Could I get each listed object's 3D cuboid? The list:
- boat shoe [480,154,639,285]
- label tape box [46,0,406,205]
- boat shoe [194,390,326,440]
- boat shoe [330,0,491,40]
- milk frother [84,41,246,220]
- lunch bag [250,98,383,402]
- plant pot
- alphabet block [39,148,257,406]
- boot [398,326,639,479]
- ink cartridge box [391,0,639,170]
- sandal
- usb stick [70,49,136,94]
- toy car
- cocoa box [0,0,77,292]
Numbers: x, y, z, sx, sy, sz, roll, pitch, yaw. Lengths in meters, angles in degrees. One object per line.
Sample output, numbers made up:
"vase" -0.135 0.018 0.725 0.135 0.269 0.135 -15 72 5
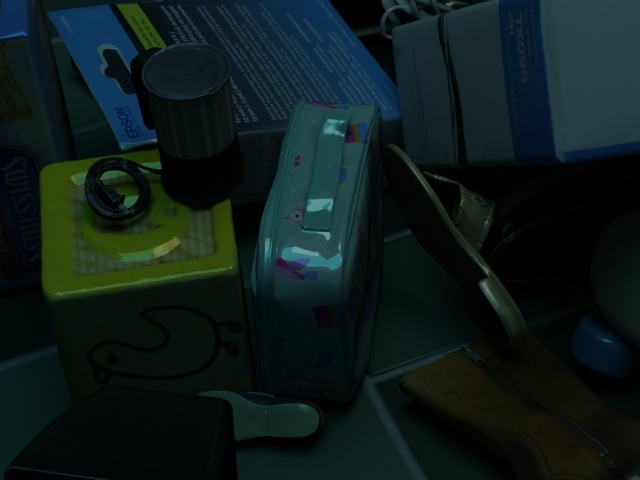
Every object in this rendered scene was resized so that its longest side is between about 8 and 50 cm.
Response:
"boat shoe" 0.322 -0.011 1.838 0.342 0.123 0.123 -13 44 -15
"label tape box" -0.104 -0.155 1.964 0.347 0.115 0.249 -9 43 -26
"boat shoe" -0.063 0.171 1.753 0.137 0.049 0.043 2 3 12
"boat shoe" 0.116 -0.286 2.076 0.367 0.136 0.156 -2 50 36
"milk frother" -0.153 -0.098 1.687 0.129 0.135 0.143 21 51 25
"lunch bag" 0.000 0.000 1.786 0.107 0.224 0.279 2 46 8
"plant pot" -0.157 0.234 1.613 0.188 0.187 0.167 6 35 13
"alphabet block" -0.170 0.043 1.782 0.192 0.197 0.193 -10 45 -3
"boot" 0.171 0.196 1.662 0.264 0.096 0.280 -32 49 -23
"ink cartridge box" 0.271 -0.167 1.776 0.285 0.166 0.395 -9 4 -17
"sandal" 0.153 -0.005 1.776 0.079 0.088 0.240 -26 72 -19
"usb stick" -0.193 -0.166 2.100 0.077 0.045 0.278 -32 50 -24
"toy car" 0.404 0.055 1.744 0.238 0.219 0.210 4 25 -39
"cocoa box" -0.386 -0.133 1.876 0.227 0.347 0.231 -9 45 -3
